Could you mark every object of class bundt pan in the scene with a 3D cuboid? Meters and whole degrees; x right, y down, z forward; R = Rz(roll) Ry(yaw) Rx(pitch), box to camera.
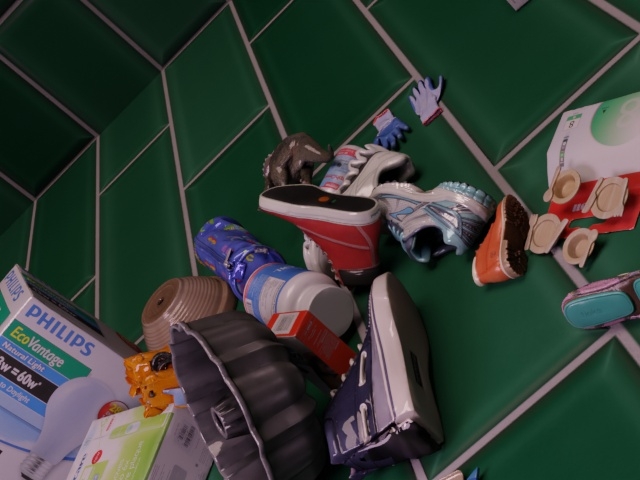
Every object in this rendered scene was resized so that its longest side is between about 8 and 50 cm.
[{"bbox_3d":[-0.101,0.250,1.605,0.124,0.331,0.331,-24,18,-22],"label":"bundt pan"}]

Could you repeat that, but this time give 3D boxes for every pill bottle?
[{"bbox_3d":[-0.036,0.110,1.859,0.124,0.124,0.221,-56,28,-13],"label":"pill bottle"},{"bbox_3d":[0.043,-0.098,2.051,0.087,0.087,0.160,-6,49,54],"label":"pill bottle"}]

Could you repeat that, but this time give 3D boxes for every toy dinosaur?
[{"bbox_3d":[-0.060,-0.147,2.131,0.313,0.121,0.160,120,150,-65],"label":"toy dinosaur"}]

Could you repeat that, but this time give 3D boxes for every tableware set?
[{"bbox_3d":[0.364,-0.036,1.528,0.168,0.020,0.141,22,87,57],"label":"tableware set"}]

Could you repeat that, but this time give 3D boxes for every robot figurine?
[{"bbox_3d":[-0.182,0.223,1.839,0.211,0.291,0.085,-148,53,-64],"label":"robot figurine"}]

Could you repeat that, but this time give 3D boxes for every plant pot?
[{"bbox_3d":[-0.292,0.155,2.205,0.237,0.110,0.237,-36,28,23],"label":"plant pot"}]

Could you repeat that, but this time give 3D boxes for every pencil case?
[{"bbox_3d":[-0.166,0.037,2.145,0.119,0.133,0.306,-66,26,4],"label":"pencil case"}]

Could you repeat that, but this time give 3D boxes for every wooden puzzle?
[{"bbox_3d":[0.162,0.343,1.383,0.116,0.014,0.078,-31,36,33],"label":"wooden puzzle"}]

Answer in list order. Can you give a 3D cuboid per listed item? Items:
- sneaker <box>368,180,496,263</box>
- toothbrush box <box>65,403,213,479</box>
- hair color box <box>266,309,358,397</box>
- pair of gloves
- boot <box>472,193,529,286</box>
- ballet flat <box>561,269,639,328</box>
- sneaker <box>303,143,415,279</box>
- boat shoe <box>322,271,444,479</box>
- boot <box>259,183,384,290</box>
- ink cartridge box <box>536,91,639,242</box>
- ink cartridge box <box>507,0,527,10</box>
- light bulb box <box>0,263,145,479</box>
[{"bbox_3d":[0.156,-0.027,1.769,0.283,0.110,0.122,-5,54,55],"label":"sneaker"},{"bbox_3d":[-0.329,0.415,1.909,0.283,0.122,0.206,-23,36,43],"label":"toothbrush box"},{"bbox_3d":[-0.003,0.180,1.668,0.093,0.167,0.053,-11,44,51],"label":"hair color box"},{"bbox_3d":[0.174,-0.253,2.130,0.198,0.023,0.159,-40,28,18],"label":"pair of gloves"},{"bbox_3d":[0.269,0.000,1.621,0.084,0.059,0.158,-30,33,42],"label":"boot"},{"bbox_3d":[0.405,0.061,1.329,0.221,0.077,0.079,-17,22,48],"label":"ballet flat"},{"bbox_3d":[0.070,-0.051,1.943,0.118,0.110,0.292,12,66,48],"label":"sneaker"},{"bbox_3d":[0.073,0.195,1.574,0.158,0.127,0.340,-30,32,19],"label":"boat shoe"},{"bbox_3d":[0.000,0.000,1.862,0.244,0.176,0.088,15,35,34],"label":"boot"},{"bbox_3d":[0.405,-0.110,1.563,0.181,0.056,0.225,-11,44,52],"label":"ink cartridge box"},{"bbox_3d":[0.426,-0.572,2.094,0.203,0.086,0.148,-40,28,20],"label":"ink cartridge box"},{"bbox_3d":[-0.575,0.308,2.154,0.361,0.358,0.225,-52,29,-3],"label":"light bulb box"}]
